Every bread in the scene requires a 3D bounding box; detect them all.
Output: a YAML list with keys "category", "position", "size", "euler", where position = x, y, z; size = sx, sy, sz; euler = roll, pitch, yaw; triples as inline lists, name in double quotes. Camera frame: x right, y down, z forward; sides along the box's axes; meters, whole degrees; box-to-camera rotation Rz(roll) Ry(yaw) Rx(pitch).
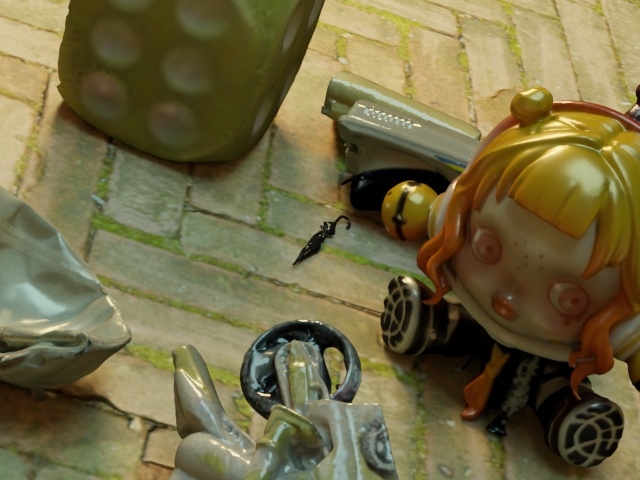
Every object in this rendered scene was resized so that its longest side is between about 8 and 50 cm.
- category: "bread"
  position: [0.095, -0.131, 1.721]
  size: [0.178, 0.060, 0.139]
  euler: [24, 4, 7]

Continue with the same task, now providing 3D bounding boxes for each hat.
- category: "hat"
  position: [-0.288, 0.077, 1.234]
  size: [0.226, 0.164, 0.219]
  euler: [-33, 51, -4]

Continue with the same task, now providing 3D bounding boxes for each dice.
- category: "dice"
  position: [-0.133, -0.237, 1.611]
  size: [0.226, 0.238, 0.233]
  euler: [23, 34, 5]

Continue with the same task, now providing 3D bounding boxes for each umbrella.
- category: "umbrella"
  position: [-0.002, -0.002, 1.555]
  size: [0.022, 0.013, 0.122]
  euler: [49, 36, 3]

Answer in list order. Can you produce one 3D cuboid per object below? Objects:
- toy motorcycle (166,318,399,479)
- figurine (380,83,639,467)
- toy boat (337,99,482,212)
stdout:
- category: "toy motorcycle"
  position: [-0.040, 0.209, 1.115]
  size: [0.222, 0.108, 0.341]
  euler: [-14, 52, -2]
- category: "figurine"
  position: [0.211, 0.014, 1.365]
  size: [0.320, 0.323, 0.196]
  euler: [33, 36, 17]
- category: "toy boat"
  position: [0.132, -0.044, 1.585]
  size: [0.269, 0.141, 0.140]
  euler: [36, 36, 21]
